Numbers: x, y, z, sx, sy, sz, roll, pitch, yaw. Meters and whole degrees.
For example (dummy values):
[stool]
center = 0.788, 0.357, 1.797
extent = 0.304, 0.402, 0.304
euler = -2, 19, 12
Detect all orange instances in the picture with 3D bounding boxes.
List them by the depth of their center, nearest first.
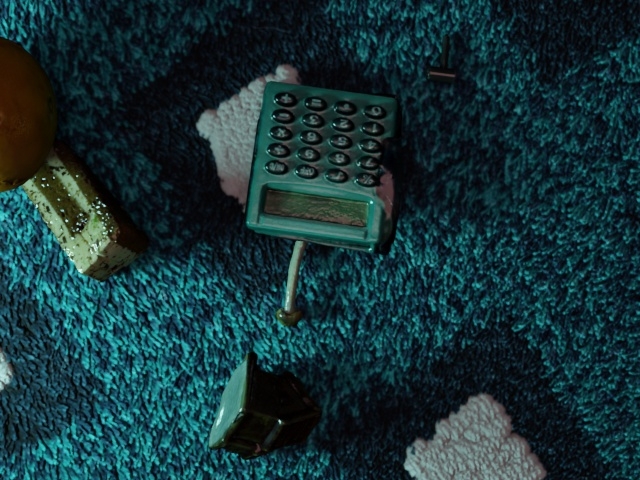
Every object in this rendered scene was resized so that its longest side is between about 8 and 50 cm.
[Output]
[orange]
center = -0.516, -0.194, 1.407
extent = 0.239, 0.240, 0.240
euler = 0, 91, -4

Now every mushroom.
[mushroom]
center = -0.001, 0.000, 1.547
extent = 0.068, 0.043, 0.306
euler = 27, 87, -24

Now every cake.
[cake]
center = -0.388, -0.054, 1.467
extent = 0.112, 0.135, 0.246
euler = -39, 93, -2

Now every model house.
[model house]
center = -0.087, 0.292, 1.523
extent = 0.152, 0.106, 0.165
euler = 22, 125, -16

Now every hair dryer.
[hair dryer]
center = 0.206, -0.308, 1.562
extent = 0.047, 0.026, 0.083
euler = 8, 87, -5

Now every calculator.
[calculator]
center = 0.012, -0.127, 1.515
extent = 0.248, 0.058, 0.274
euler = 8, 82, -2
